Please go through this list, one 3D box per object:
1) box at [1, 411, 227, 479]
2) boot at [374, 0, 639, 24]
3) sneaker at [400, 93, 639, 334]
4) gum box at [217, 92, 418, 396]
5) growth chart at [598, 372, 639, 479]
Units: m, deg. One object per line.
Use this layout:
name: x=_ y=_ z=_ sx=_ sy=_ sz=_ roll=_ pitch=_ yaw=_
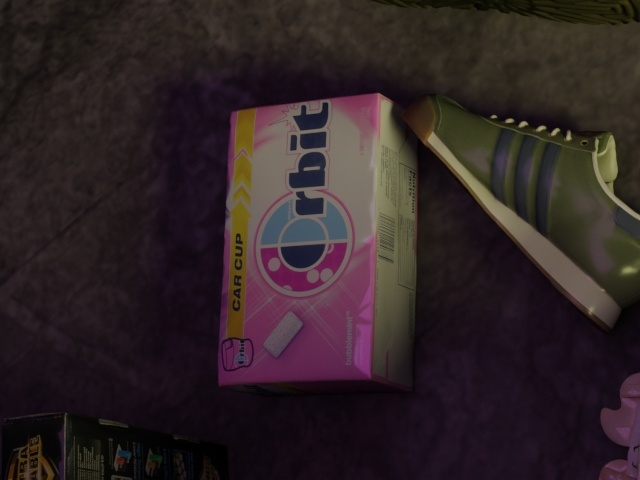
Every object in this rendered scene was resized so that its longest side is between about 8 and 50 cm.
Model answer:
box: x=-0.119 y=0.221 z=1.173 sx=0.051 sy=0.175 sz=0.220 roll=-10 pitch=74 yaw=28
boot: x=0.131 y=-0.277 z=1.205 sx=0.236 sy=0.089 sz=0.269 roll=10 pitch=82 yaw=29
sneaker: x=0.137 y=-0.037 z=1.164 sx=0.086 sy=0.064 sz=0.192 roll=-43 pitch=62 yaw=5
gum box: x=0.000 y=0.000 z=1.225 sx=0.107 sy=0.062 sz=0.188 roll=-4 pitch=77 yaw=27
growth chart: x=0.241 y=0.105 z=1.094 sx=0.172 sy=0.021 sz=0.237 roll=22 pitch=89 yaw=31
